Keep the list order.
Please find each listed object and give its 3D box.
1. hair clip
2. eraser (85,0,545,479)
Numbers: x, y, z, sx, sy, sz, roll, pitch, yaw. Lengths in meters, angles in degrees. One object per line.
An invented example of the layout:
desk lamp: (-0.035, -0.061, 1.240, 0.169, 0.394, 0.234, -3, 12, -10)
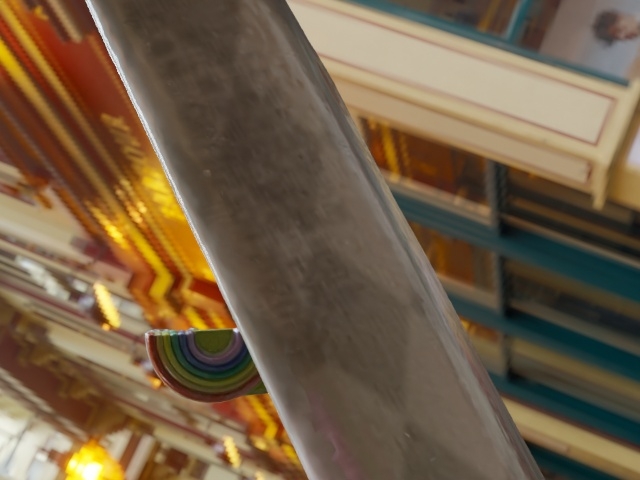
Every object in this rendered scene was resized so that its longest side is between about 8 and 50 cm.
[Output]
hair clip: (-0.047, 0.096, 1.040, 0.188, 0.033, 0.060, -2, -84, -26)
eraser: (0.001, 0.000, 0.649, 0.082, 0.396, 0.213, -28, -20, 5)
